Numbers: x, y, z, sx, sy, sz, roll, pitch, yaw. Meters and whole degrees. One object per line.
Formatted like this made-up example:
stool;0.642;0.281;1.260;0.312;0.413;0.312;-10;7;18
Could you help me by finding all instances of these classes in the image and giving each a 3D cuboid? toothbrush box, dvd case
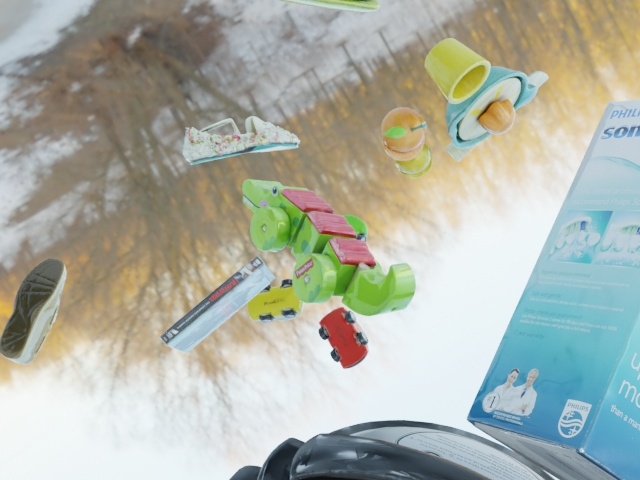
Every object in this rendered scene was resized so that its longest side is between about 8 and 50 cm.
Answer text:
toothbrush box;0.279;0.064;0.804;0.126;0.216;0.295;3;-119;57
dvd case;-0.097;0.064;0.988;0.119;0.013;0.087;-41;168;-5

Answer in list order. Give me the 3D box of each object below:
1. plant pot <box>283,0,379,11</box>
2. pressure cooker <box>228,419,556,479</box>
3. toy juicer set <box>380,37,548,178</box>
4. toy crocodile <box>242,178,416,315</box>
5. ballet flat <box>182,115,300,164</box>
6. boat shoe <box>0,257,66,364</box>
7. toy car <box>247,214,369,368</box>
plant pot;0.022;-0.393;1.166;0.207;0.228;0.227;-34;166;34
pressure cooker;0.092;0.382;0.972;0.370;0.420;0.375;-2;-146;-22
toy juicer set;0.205;-0.156;1.406;0.209;0.089;0.329;-51;155;22
toy crocodile;0.000;0.000;1.388;0.115;0.340;0.105;6;118;-37
ballet flat;-0.152;-0.200;1.966;0.241;0.077;0.091;-11;-178;-26
boat shoe;-0.344;0.086;1.236;0.045;0.050;0.135;66;44;-60
toy car;0.018;0.069;1.637;0.053;0.239;0.224;31;84;-59
